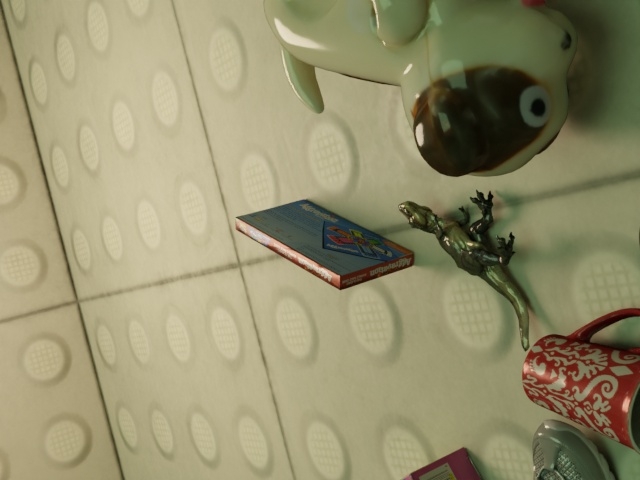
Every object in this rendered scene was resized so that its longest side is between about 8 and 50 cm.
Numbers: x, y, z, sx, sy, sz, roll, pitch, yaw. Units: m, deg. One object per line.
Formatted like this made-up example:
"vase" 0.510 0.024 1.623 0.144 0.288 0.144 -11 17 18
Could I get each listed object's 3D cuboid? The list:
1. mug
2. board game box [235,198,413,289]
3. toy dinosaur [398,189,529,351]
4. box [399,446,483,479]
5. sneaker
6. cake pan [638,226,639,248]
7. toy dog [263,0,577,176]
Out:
"mug" 0.341 0.160 1.028 0.113 0.150 0.169 49 161 -28
"board game box" 0.000 0.000 1.382 0.281 0.145 0.027 28 127 47
"toy dinosaur" 0.214 0.012 1.167 0.268 0.064 0.118 51 145 28
"box" 0.173 0.472 1.338 0.214 0.117 0.243 61 143 20
"sneaker" 0.310 0.370 1.110 0.105 0.115 0.282 0 102 54
"cake pan" 0.410 0.038 0.780 0.293 0.054 0.293 42 164 15
"toy dog" 0.111 -0.248 1.003 0.408 0.284 0.395 48 121 24
